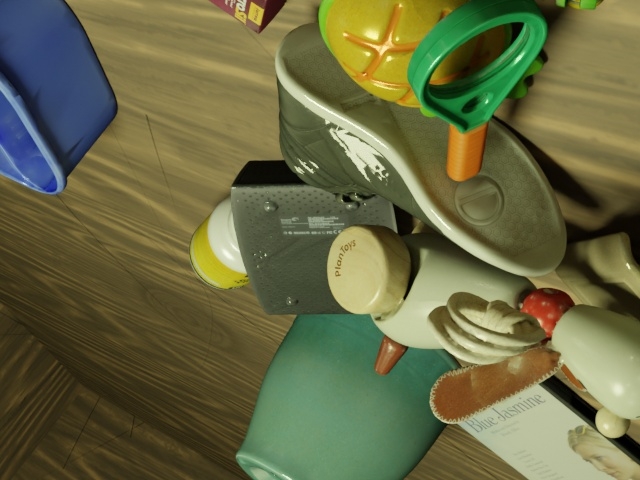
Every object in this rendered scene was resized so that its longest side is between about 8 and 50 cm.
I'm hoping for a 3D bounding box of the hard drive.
[{"bbox_3d":[0.000,0.000,1.035,0.172,0.054,0.255,-1,146,6],"label":"hard drive"}]

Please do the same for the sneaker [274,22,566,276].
[{"bbox_3d":[0.080,-0.062,0.845,0.296,0.104,0.147,38,161,6],"label":"sneaker"}]

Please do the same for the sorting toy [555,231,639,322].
[{"bbox_3d":[0.290,0.073,0.806,0.196,0.047,0.348,52,175,1],"label":"sorting toy"}]

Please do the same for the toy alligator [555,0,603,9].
[{"bbox_3d":[0.121,-0.183,0.599,0.189,0.051,0.056,27,155,21],"label":"toy alligator"}]

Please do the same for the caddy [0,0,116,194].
[{"bbox_3d":[-0.405,-0.194,1.162,0.241,0.179,0.341,27,156,23],"label":"caddy"}]

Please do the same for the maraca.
[{"bbox_3d":[0.080,-0.141,0.686,0.127,0.099,0.185,-17,147,38],"label":"maraca"}]

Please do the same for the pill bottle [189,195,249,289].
[{"bbox_3d":[-0.099,-0.002,1.197,0.103,0.103,0.184,39,158,-7],"label":"pill bottle"}]

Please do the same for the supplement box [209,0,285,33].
[{"bbox_3d":[-0.071,-0.224,0.805,0.083,0.043,0.055,34,156,3],"label":"supplement box"}]

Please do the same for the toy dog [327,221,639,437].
[{"bbox_3d":[0.137,0.093,0.839,0.220,0.161,0.334,3,-161,-21],"label":"toy dog"}]

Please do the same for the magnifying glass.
[{"bbox_3d":[0.105,-0.097,0.659,0.026,0.092,0.231,63,176,21],"label":"magnifying glass"}]

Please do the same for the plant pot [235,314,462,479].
[{"bbox_3d":[0.025,0.244,1.304,0.271,0.255,0.271,30,156,15],"label":"plant pot"}]

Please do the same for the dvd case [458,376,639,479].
[{"bbox_3d":[0.300,0.259,1.190,0.253,0.022,0.180,39,143,-6],"label":"dvd case"}]
